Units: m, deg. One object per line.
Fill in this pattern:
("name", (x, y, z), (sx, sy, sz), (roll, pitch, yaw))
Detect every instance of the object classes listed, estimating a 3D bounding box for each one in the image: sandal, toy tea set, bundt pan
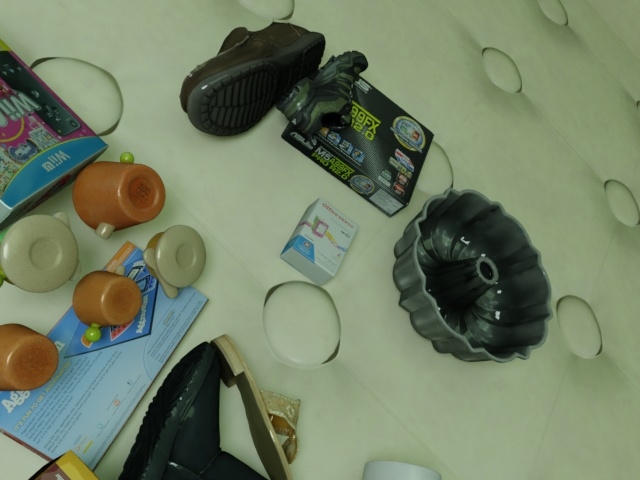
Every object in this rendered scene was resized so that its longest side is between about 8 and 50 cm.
("sandal", (-0.066, 0.230, 0.795), (0.079, 0.088, 0.240), (-22, 75, -31))
("toy tea set", (-0.304, 0.032, 0.708), (0.336, 0.124, 0.200), (-43, 123, -45))
("bundt pan", (0.268, 0.076, 1.057), (0.330, 0.124, 0.331), (14, 60, -25))

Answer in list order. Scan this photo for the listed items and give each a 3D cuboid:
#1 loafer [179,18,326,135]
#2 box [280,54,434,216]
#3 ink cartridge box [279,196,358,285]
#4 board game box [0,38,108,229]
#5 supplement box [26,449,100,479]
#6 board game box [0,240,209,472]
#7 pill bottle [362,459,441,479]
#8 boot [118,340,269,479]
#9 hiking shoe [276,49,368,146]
("loafer", (-0.131, -0.296, 1.004), (0.130, 0.134, 0.366), (31, 40, 13))
("box", (0.081, -0.206, 1.117), (0.270, 0.060, 0.216), (35, 54, -13))
("ink cartridge box", (0.000, 0.000, 0.971), (0.088, 0.052, 0.122), (36, 52, -12))
("board game box", (-0.437, -0.164, 0.669), (0.303, 0.097, 0.224), (48, 24, -16))
("supplement box", (-0.288, 0.324, 0.541), (0.129, 0.194, 0.191), (49, 52, -3))
("board game box", (-0.278, 0.145, 0.742), (0.145, 0.027, 0.281), (39, 53, -12))
("pill bottle", (0.098, 0.444, 0.751), (0.152, 0.152, 0.272), (24, 57, -20))
("boot", (-0.130, 0.281, 0.731), (0.207, 0.094, 0.247), (43, 36, -22))
("hiking shoe", (0.021, -0.255, 1.027), (0.227, 0.086, 0.114), (-43, 105, -32))
